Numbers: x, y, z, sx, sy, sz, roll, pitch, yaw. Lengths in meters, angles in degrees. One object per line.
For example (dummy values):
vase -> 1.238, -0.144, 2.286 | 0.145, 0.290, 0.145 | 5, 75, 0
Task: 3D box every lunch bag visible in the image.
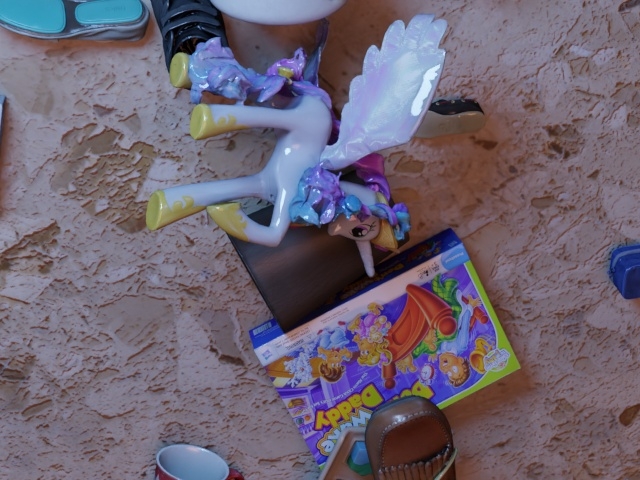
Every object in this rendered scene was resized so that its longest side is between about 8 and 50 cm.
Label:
lunch bag -> 0.493, 0.045, 2.015 | 0.098, 0.065, 0.067 | -6, 124, -9

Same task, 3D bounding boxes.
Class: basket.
basket -> 0.000, 0.000, 1.874 | 0.227, 0.154, 0.204 | -30, 137, -4

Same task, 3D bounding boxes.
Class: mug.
mug -> -0.196, 0.418, 2.000 | 0.150, 0.113, 0.169 | 12, 109, -11

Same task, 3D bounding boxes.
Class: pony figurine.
pony figurine -> -0.021, -0.140, 1.689 | 0.363, 0.303, 0.351 | 8, 92, -33

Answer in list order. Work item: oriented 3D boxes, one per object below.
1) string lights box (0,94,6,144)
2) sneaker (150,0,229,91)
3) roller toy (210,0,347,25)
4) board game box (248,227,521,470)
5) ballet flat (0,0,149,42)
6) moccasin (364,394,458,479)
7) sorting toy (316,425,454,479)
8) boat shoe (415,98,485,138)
string lights box -> -0.568, -0.145, 1.770 | 0.260, 0.077, 0.133 | 7, 106, -12
sneaker -> -0.184, -0.331, 1.737 | 0.104, 0.147, 0.295 | -18, 109, -2
roller toy -> -0.056, -0.375, 1.669 | 0.209, 0.191, 0.146 | -13, 125, -20
board game box -> 0.099, 0.166, 1.981 | 0.347, 0.078, 0.233 | -28, 110, 0
ballet flat -> -0.339, -0.294, 1.767 | 0.213, 0.068, 0.072 | -1, 65, -10
moccasin -> 0.142, 0.373, 1.914 | 0.139, 0.147, 0.380 | -12, 132, -10
sorting toy -> 0.090, 0.364, 2.009 | 0.208, 0.038, 0.193 | 4, 127, -28
boat shoe -> 0.173, -0.180, 1.902 | 0.133, 0.042, 0.049 | -4, 134, -7
